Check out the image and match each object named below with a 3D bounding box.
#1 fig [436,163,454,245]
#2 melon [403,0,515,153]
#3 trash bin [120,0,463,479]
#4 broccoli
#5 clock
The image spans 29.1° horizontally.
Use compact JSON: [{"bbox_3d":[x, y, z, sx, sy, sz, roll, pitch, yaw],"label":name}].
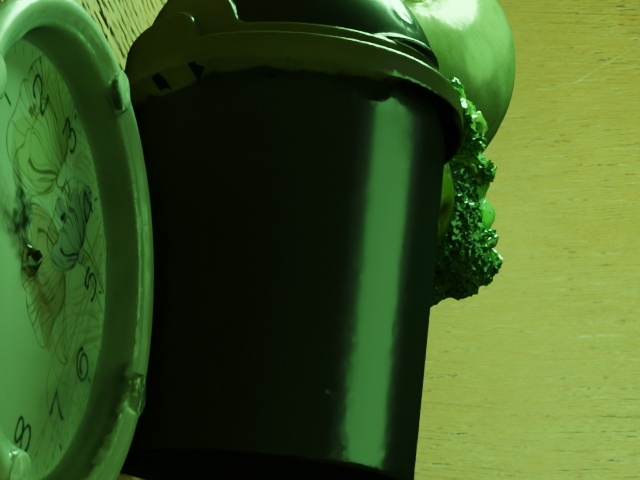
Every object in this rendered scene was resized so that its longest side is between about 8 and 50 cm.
[{"bbox_3d":[0.000,0.000,1.067,0.206,0.206,0.275,-82,-172,-53],"label":"fig"},{"bbox_3d":[0.104,-0.194,1.462,0.308,0.272,0.271,53,31,-49],"label":"melon"},{"bbox_3d":[-0.022,-0.022,0.742,0.214,0.214,0.333,65,28,-67],"label":"trash bin"},{"bbox_3d":[0.078,-0.061,1.249,0.294,0.265,0.245,51,29,19],"label":"broccoli"},{"bbox_3d":[-0.128,0.009,0.540,0.236,0.053,0.236,-2,90,-80],"label":"clock"}]
